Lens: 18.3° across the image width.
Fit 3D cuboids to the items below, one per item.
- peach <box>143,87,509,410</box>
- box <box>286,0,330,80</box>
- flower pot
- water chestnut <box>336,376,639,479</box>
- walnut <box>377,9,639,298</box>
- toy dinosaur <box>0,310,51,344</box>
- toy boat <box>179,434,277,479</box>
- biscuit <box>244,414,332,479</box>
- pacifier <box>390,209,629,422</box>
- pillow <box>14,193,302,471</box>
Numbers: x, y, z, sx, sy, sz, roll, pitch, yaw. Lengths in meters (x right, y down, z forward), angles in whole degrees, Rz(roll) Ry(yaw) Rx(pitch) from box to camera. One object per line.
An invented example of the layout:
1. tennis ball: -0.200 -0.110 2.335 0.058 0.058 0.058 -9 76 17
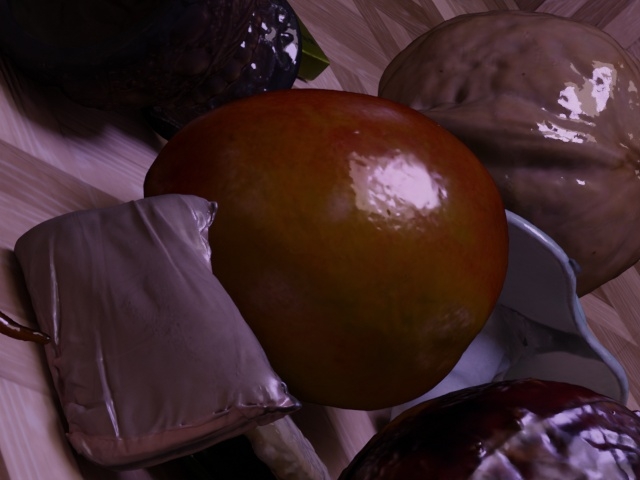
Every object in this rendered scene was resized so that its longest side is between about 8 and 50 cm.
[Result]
1. peach: 0.000 0.000 1.775 0.332 0.308 0.308 22 26 -18
2. box: -0.118 -0.349 2.610 0.173 0.043 0.311 18 34 -56
3. flower pot: -0.157 -0.227 1.944 0.266 0.266 0.267 58 9 31
4. water chestnut: 0.119 0.270 1.504 0.350 0.350 0.302 33 -14 -39
5. walnut: 0.216 -0.086 2.270 0.381 0.381 0.381 42 18 -17
6. toy dinosaur: -0.368 -0.060 1.347 0.432 0.097 0.208 51 8 -2
7. toy boat: -0.096 0.158 1.573 0.210 0.052 0.104 46 14 0
8. biscuit: -0.036 0.156 1.606 0.188 0.040 0.265 55 -2 11
9. pacifier: 0.144 0.120 2.014 0.269 0.288 0.343 -52 124 -39
10. pillow: -0.132 0.062 1.523 0.067 0.173 0.270 72 -3 -46
